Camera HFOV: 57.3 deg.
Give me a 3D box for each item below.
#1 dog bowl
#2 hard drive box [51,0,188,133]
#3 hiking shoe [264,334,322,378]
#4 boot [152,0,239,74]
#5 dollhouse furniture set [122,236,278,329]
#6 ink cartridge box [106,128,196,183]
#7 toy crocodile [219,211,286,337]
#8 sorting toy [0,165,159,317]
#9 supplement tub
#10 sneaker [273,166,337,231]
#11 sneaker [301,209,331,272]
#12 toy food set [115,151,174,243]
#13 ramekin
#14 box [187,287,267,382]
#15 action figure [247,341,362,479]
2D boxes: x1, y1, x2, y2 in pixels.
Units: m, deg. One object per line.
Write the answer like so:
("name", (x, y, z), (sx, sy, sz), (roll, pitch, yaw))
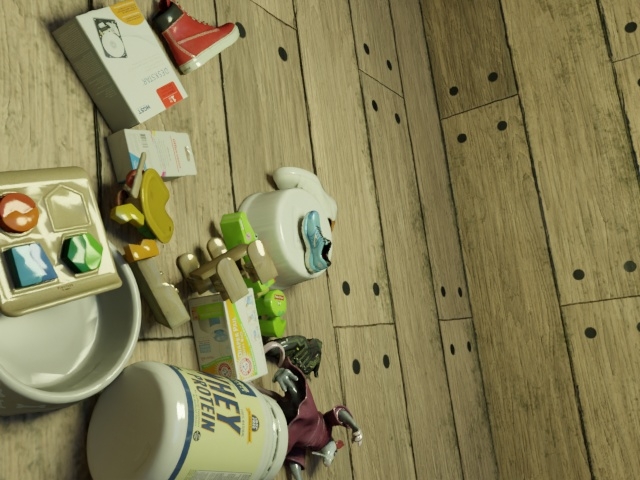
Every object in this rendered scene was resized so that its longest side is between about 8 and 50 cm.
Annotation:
("dog bowl", (-0.457, 0.121, 0.992), (0.349, 0.102, 0.348), (25, 59, -51))
("hard drive box", (-0.417, -0.370, 1.247), (0.232, 0.089, 0.181), (62, 36, -21))
("hiking shoe", (-0.061, 0.311, 1.533), (0.227, 0.086, 0.114), (18, 60, -54))
("boot", (-0.313, -0.548, 1.479), (0.176, 0.089, 0.244), (59, 40, -23))
("dollhouse furniture set", (-0.257, 0.049, 1.228), (0.242, 0.212, 0.160), (-32, 109, -28))
("ink cartridge box", (-0.364, -0.183, 1.281), (0.181, 0.062, 0.104), (-11, 89, -57))
("toy crocodile", (-0.161, 0.090, 1.441), (0.105, 0.115, 0.340), (-38, 113, -57))
("sorting toy", (-0.408, -0.019, 0.978), (0.307, 0.041, 0.228), (-18, 88, -56))
("supplement tub", (-0.238, 0.368, 1.107), (0.325, 0.236, 0.235), (29, 55, -49))
("sneaker", (-0.035, -0.109, 1.710), (0.290, 0.106, 0.123), (37, 47, -47))
("sneaker", (0.000, 0.000, 1.503), (0.063, 0.073, 0.162), (6, 73, -56))
("toy food set", (-0.364, -0.077, 1.188), (0.217, 0.071, 0.128), (78, 9, -59))
("ramekin", (-0.086, -0.010, 1.570), (0.277, 0.135, 0.277), (26, 57, -51))
("box", (-0.208, 0.219, 1.320), (0.103, 0.114, 0.203), (-6, 84, -57))
("action figure", (-0.057, 0.467, 1.455), (0.275, 0.248, 0.370), (46, -4, 38))
